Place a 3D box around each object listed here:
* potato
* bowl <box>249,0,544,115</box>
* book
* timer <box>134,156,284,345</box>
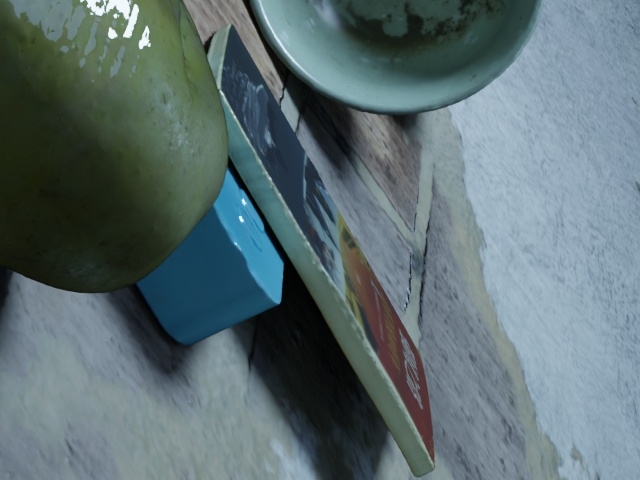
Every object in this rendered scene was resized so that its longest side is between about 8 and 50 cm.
[{"bbox_3d":[-0.194,-0.109,1.181,0.326,0.221,0.243,41,36,-38],"label":"potato"},{"bbox_3d":[0.075,-0.270,1.879,0.146,0.289,0.289,-66,130,-81],"label":"bowl"},{"bbox_3d":[0.000,0.000,1.670,0.374,0.028,0.262,60,8,-16],"label":"book"},{"bbox_3d":[-0.100,-0.067,1.517,0.232,0.091,0.250,59,20,-16],"label":"timer"}]
